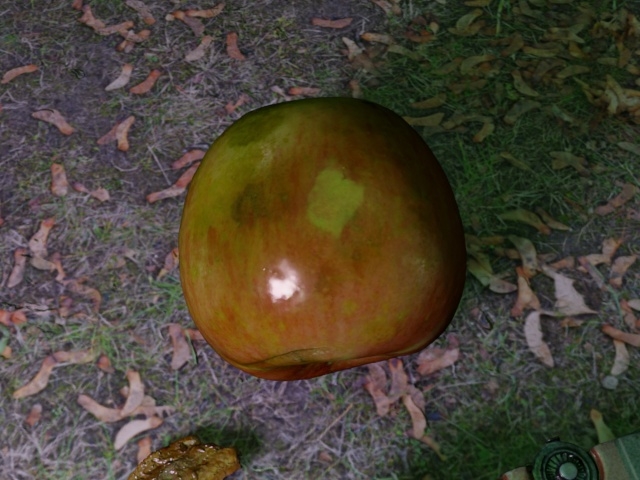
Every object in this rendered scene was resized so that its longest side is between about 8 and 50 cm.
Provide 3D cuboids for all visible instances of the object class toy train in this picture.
[{"bbox_3d":[0.327,0.284,1.078,0.326,0.129,0.159,-12,62,-13],"label":"toy train"}]

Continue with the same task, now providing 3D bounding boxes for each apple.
[{"bbox_3d":[0.000,0.000,1.140,0.339,0.339,0.340,2,54,-2],"label":"apple"}]

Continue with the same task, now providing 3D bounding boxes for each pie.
[{"bbox_3d":[-0.167,0.277,1.107,0.170,0.034,0.092,-39,67,-20],"label":"pie"}]
